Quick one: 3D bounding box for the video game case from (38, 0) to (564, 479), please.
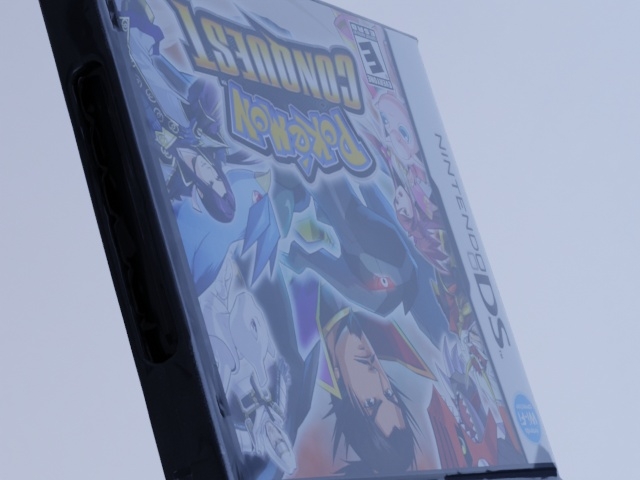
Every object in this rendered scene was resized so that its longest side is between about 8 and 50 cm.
[{"bbox_3d":[0.000,0.000,0.756,0.035,0.275,0.248,-25,-108,28],"label":"video game case"}]
